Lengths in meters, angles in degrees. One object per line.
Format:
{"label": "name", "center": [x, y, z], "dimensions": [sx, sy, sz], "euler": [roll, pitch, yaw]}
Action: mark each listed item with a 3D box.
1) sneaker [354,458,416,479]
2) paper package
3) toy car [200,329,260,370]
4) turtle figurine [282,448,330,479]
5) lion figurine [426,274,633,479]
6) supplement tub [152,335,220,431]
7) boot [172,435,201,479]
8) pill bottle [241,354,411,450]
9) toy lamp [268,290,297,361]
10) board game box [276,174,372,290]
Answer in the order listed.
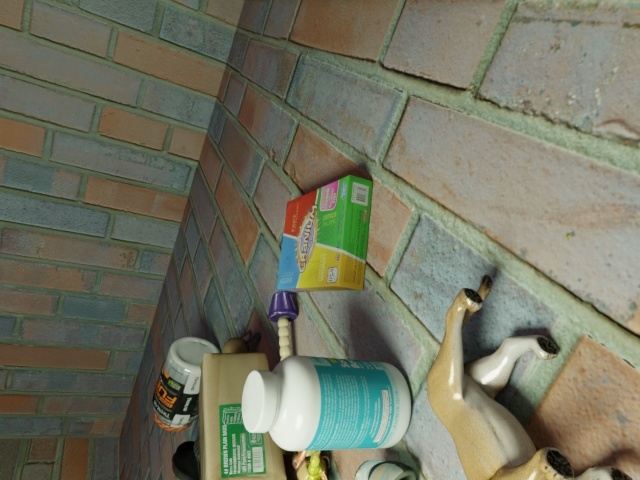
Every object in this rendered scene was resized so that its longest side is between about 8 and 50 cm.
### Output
{"label": "sneaker", "center": [0.111, 0.470, 0.693], "dimensions": [0.108, 0.100, 0.272], "euler": [-36, 49, 45]}
{"label": "paper package", "center": [-0.205, 0.480, 1.130], "dimensions": [0.325, 0.168, 0.310], "euler": [-106, 22, -45]}
{"label": "toy car", "center": [-0.250, 0.357, 1.430], "dimensions": [0.155, 0.149, 0.188], "euler": [-5, 47, 58]}
{"label": "turtle figurine", "center": [-0.025, 0.453, 0.958], "dimensions": [0.217, 0.087, 0.270], "euler": [-129, 39, -68]}
{"label": "lion figurine", "center": [0.209, 0.252, 0.584], "dimensions": [0.392, 0.142, 0.240], "euler": [-90, 18, -50]}
{"label": "supplement tub", "center": [-0.493, 0.525, 1.707], "dimensions": [0.316, 0.193, 0.194], "euler": [-67, 29, 21]}
{"label": "boot", "center": [-0.354, 0.618, 1.466], "dimensions": [0.347, 0.131, 0.261], "euler": [-2, 85, 51]}
{"label": "pill bottle", "center": [0.009, 0.269, 0.779], "dimensions": [0.146, 0.263, 0.146], "euler": [-32, 52, 53]}
{"label": "toy lamp", "center": [-0.089, 0.261, 1.173], "dimensions": [0.080, 0.080, 0.275], "euler": [-43, 44, 48]}
{"label": "board game box", "center": [0.000, 0.000, 1.118], "dimensions": [0.316, 0.064, 0.243], "euler": [-14, 67, 60]}
